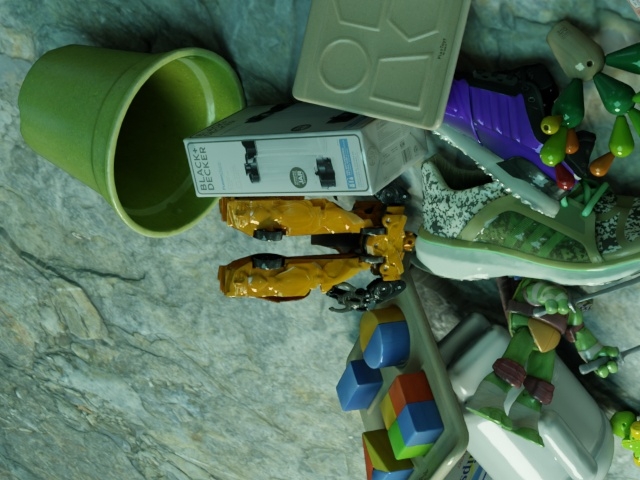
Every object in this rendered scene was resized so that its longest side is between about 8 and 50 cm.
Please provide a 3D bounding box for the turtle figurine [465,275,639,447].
[{"bbox_3d":[0.331,0.145,1.473,0.275,0.266,0.198,25,174,16],"label":"turtle figurine"}]

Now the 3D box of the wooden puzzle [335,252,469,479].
[{"bbox_3d":[0.105,0.243,1.706,0.081,0.347,0.322,-1,145,-17],"label":"wooden puzzle"}]

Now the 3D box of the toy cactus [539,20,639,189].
[{"bbox_3d":[0.319,-0.177,1.257,0.219,0.112,0.180,-42,67,15],"label":"toy cactus"}]

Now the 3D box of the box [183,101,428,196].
[{"bbox_3d":[-0.022,-0.128,1.505,0.290,0.169,0.087,1,113,35],"label":"box"}]

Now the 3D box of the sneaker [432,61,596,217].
[{"bbox_3d":[0.219,-0.171,1.375,0.293,0.102,0.146,41,108,18],"label":"sneaker"}]

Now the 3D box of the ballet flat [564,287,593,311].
[{"bbox_3d":[0.338,0.083,1.604,0.114,0.041,0.041,27,141,7],"label":"ballet flat"}]

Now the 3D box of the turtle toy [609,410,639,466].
[{"bbox_3d":[0.506,0.299,1.699,0.130,0.066,0.095,9,136,28],"label":"turtle toy"}]

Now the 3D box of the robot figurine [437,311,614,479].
[{"bbox_3d":[0.314,0.273,1.693,0.353,0.200,0.300,49,178,-20],"label":"robot figurine"}]

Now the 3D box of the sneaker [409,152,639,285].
[{"bbox_3d":[0.292,-0.050,1.428,0.411,0.158,0.182,-2,113,30],"label":"sneaker"}]

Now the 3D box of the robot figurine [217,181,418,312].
[{"bbox_3d":[0.000,0.000,1.590,0.085,0.291,0.211,-146,56,-66],"label":"robot figurine"}]

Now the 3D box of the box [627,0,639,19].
[{"bbox_3d":[0.444,-0.212,1.147,0.128,0.122,0.257,-19,119,44],"label":"box"}]

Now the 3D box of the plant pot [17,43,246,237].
[{"bbox_3d":[-0.292,-0.173,1.609,0.254,0.276,0.276,22,142,32],"label":"plant pot"}]

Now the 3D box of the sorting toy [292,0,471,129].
[{"bbox_3d":[0.076,-0.248,1.358,0.208,0.038,0.192,16,99,23],"label":"sorting toy"}]

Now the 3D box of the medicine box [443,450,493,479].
[{"bbox_3d":[0.330,0.483,1.857,0.289,0.263,0.149,40,141,-10],"label":"medicine box"}]
